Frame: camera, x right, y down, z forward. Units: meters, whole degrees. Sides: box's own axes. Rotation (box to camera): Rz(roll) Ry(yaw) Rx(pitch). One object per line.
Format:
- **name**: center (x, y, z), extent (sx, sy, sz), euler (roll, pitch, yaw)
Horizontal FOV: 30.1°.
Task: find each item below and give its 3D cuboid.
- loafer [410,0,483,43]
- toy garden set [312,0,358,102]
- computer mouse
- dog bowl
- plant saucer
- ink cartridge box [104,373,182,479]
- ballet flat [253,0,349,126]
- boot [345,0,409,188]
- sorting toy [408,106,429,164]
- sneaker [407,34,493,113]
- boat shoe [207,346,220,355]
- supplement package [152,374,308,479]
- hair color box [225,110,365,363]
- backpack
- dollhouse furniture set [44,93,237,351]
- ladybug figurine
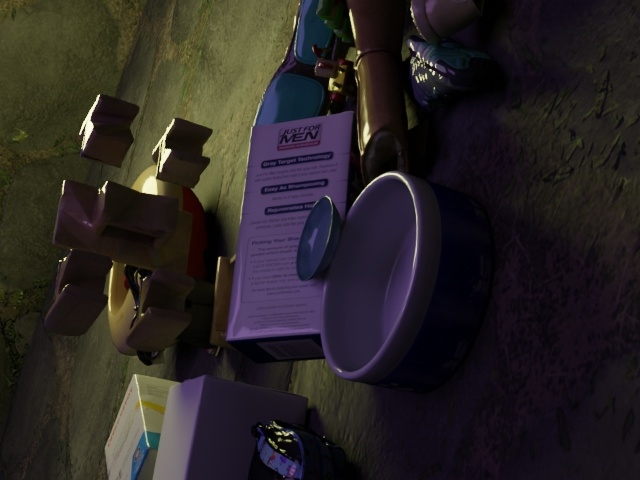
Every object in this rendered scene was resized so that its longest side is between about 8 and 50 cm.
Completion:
- **loafer**: center (0.194, -0.375, 1.567), extent (0.092, 0.102, 0.269), euler (-2, 61, 31)
- **toy garden set**: center (0.042, -0.324, 1.827), extent (0.244, 0.049, 0.204), euler (8, -84, -78)
- **computer mouse**: center (-0.231, 0.129, 2.110), extent (0.072, 0.272, 0.188), euler (-19, 74, 27)
- **dog bowl**: center (0.102, 0.053, 1.479), extent (0.265, 0.104, 0.265), euler (-165, 90, -69)
- **plant saucer**: center (0.000, 0.000, 1.596), extent (0.119, 0.021, 0.119), euler (-164, 90, -72)
- **ink cartridge box**: center (-0.264, 0.375, 2.068), extent (0.171, 0.168, 0.233), euler (-66, 23, 20)
- **ballet flat**: center (-0.015, -0.277, 1.991), extent (0.123, 0.123, 0.349), euler (29, 102, 68)
- **boot**: center (0.085, -0.230, 1.645), extent (0.236, 0.089, 0.269), euler (76, -169, -45)
- **sorting toy**: center (0.133, -0.149, 1.663), extent (0.062, 0.012, 0.083), euler (150, 131, -61)
- **sneaker**: center (0.168, -0.205, 1.560), extent (0.224, 0.083, 0.098), euler (-114, 26, -69)
- **boat shoe**: center (-0.215, 0.167, 2.263), extent (0.049, 0.043, 0.137), euler (-59, 28, 30)
- **supplement package**: center (-0.147, 0.367, 1.778), extent (0.177, 0.175, 0.293), euler (153, 129, -64)
- **hair color box**: center (-0.022, -0.004, 1.719), extent (0.174, 0.105, 0.347), euler (-6, 63, 23)
- **backpack**: center (-0.031, 0.330, 1.599), extent (0.173, 0.117, 0.158), euler (-3, 72, 68)
- **dollhouse furniture set**: center (-0.252, 0.020, 1.974), extent (0.256, 0.394, 0.362), euler (-45, 36, 52)
- **ladybug figurine**: center (-0.331, 0.040, 2.470), extent (0.305, 0.162, 0.449), euler (130, 148, -47)
